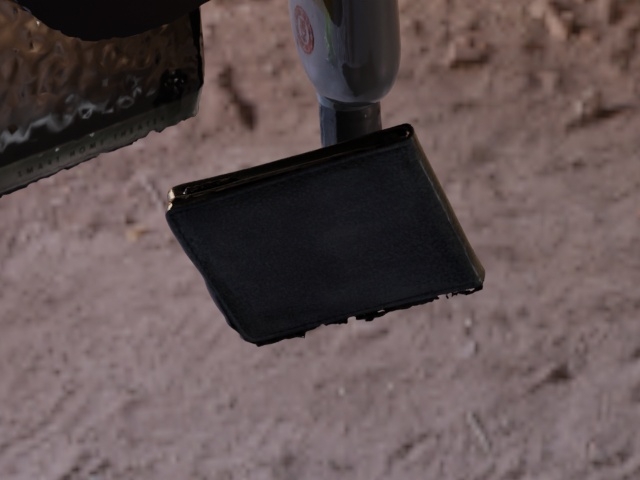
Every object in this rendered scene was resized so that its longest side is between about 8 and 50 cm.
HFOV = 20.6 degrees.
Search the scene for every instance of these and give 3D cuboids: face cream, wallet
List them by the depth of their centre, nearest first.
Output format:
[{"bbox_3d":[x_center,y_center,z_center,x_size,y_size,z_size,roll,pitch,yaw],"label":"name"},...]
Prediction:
[{"bbox_3d":[0.000,-0.002,1.385,0.222,0.167,0.036,-16,37,20],"label":"wallet"},{"bbox_3d":[0.017,-0.184,1.398,0.071,0.291,0.144,-16,36,-16],"label":"face cream"}]

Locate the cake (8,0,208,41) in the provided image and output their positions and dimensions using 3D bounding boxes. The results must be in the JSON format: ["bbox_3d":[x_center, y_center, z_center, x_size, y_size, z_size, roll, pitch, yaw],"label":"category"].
[{"bbox_3d":[-0.128,-0.221,0.871,0.185,0.208,0.178,-44,54,2],"label":"cake"}]

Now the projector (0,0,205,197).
[{"bbox_3d":[-0.311,-0.239,1.244,0.395,0.405,0.242,-26,27,-35],"label":"projector"}]
